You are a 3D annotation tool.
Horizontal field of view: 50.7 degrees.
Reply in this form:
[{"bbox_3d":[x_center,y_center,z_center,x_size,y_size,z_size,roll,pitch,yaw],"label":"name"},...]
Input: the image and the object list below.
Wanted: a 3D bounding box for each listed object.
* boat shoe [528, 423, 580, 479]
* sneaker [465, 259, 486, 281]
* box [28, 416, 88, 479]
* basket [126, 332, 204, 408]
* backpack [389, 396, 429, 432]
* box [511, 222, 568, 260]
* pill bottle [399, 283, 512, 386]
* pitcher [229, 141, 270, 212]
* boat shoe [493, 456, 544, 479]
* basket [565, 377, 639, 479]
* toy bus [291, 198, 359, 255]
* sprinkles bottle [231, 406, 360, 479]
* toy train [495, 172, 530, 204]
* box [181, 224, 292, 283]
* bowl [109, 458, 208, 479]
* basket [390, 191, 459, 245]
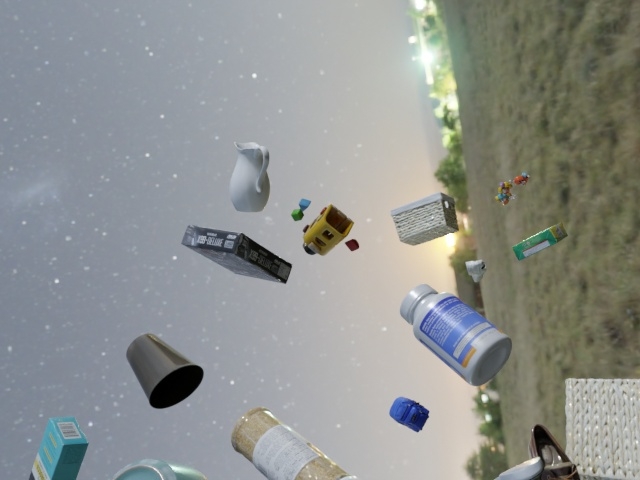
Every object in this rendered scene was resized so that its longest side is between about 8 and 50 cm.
[{"bbox_3d":[0.657,0.660,1.868,0.342,0.123,0.123,-93,-12,-54],"label":"boat shoe"},{"bbox_3d":[0.538,0.103,2.293,0.152,0.061,0.054,34,-139,-61],"label":"sneaker"},{"bbox_3d":[-0.593,0.521,1.499,0.060,0.100,0.244,10,-72,-43],"label":"box"},{"bbox_3d":[-0.539,0.424,2.254,0.204,0.227,0.154,-25,-47,-35],"label":"basket"},{"bbox_3d":[0.309,0.598,2.342,0.098,0.120,0.101,-61,14,-11],"label":"backpack"},{"bbox_3d":[0.541,0.001,1.657,0.179,0.105,0.043,-17,-102,-60],"label":"box"},{"bbox_3d":[0.330,0.226,1.697,0.272,0.152,0.152,41,163,39],"label":"pill bottle"},{"bbox_3d":[-0.203,-0.189,2.049,0.177,0.125,0.207,23,113,60],"label":"pitcher"},{"bbox_3d":[0.496,0.610,1.657,0.306,0.113,0.105,90,157,-63],"label":"boat shoe"},{"bbox_3d":[0.912,0.629,2.097,0.328,0.266,0.331,54,-141,-50],"label":"basket"},{"bbox_3d":[0.002,-0.009,1.960,0.104,0.191,0.202,-61,-33,-46],"label":"toy bus"},{"bbox_3d":[-0.046,0.485,1.435,0.121,0.355,0.121,-19,-61,-37],"label":"sprinkles bottle"},{"bbox_3d":[0.766,-0.196,2.685,0.166,0.125,0.046,96,161,-56],"label":"toy train"},{"bbox_3d":[-0.277,0.049,2.278,0.307,0.242,0.077,36,-112,-51],"label":"box"},{"bbox_3d":[-0.436,0.681,1.705,0.163,0.311,0.312,69,-164,-46],"label":"bowl"},{"bbox_3d":[0.305,-0.058,1.952,0.113,0.167,0.103,15,-121,-55],"label":"basket"}]
